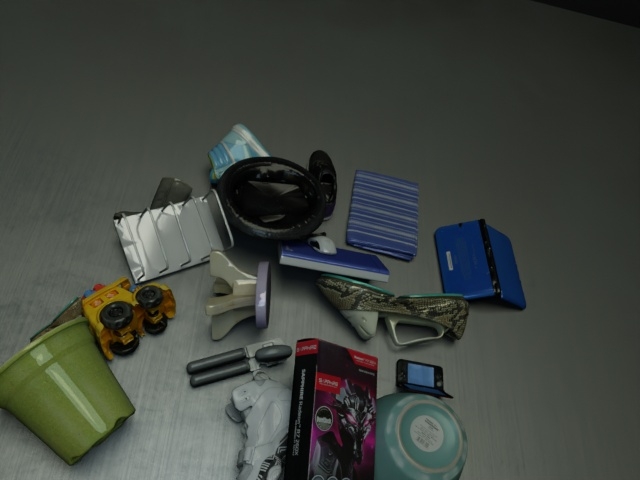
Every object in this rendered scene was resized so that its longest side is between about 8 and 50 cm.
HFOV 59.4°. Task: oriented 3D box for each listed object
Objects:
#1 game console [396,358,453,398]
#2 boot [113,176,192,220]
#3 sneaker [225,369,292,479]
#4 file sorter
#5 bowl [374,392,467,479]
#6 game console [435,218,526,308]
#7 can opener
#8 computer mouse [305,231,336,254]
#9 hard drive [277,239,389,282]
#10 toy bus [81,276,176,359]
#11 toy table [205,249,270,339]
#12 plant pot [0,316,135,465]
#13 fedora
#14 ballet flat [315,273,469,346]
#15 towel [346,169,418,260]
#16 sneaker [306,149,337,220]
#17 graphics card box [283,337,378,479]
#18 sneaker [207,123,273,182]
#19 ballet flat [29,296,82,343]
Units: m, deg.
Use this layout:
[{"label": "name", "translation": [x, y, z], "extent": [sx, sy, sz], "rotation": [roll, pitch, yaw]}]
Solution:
[{"label": "game console", "translation": [0.298, 0.395, 1.607], "extent": [0.144, 0.085, 0.124], "rotation": [13, 54, -8]}, {"label": "boot", "translation": [-0.510, -0.114, 1.725], "extent": [0.190, 0.076, 0.208], "rotation": [22, 60, -18]}, {"label": "sneaker", "translation": [-0.172, 0.493, 1.388], "extent": [0.210, 0.137, 0.366], "rotation": [34, 50, 8]}, {"label": "file sorter", "translation": [-0.409, -0.017, 1.592], "extent": [0.278, 0.173, 0.192], "rotation": [-19, 89, -27]}, {"label": "bowl", "translation": [0.256, 0.528, 1.464], "extent": [0.312, 0.163, 0.311], "rotation": [7, 57, -11]}, {"label": "game console", "translation": [0.542, 0.094, 1.910], "extent": [0.250, 0.173, 0.292], "rotation": [-11, 55, 14]}, {"label": "can opener", "translation": [-0.218, 0.321, 1.517], "extent": [0.281, 0.093, 0.074], "rotation": [-13, 63, -17]}, {"label": "computer mouse", "translation": [0.000, 0.000, 1.732], "extent": [0.106, 0.042, 0.193], "rotation": [9, 11, -25]}, {"label": "hard drive", "translation": [0.032, 0.057, 1.705], "extent": [0.319, 0.040, 0.210], "rotation": [11, 11, -9]}, {"label": "toy bus", "translation": [-0.532, 0.174, 1.504], "extent": [0.211, 0.149, 0.220], "rotation": [36, 52, 28]}, {"label": "toy table", "translation": [-0.221, 0.150, 1.549], "extent": [0.161, 0.274, 0.252], "rotation": [0, 91, -3]}, {"label": "plant pot", "translation": [-0.581, 0.364, 1.301], "extent": [0.276, 0.276, 0.254], "rotation": [-39, 86, -32]}, {"label": "fedora", "translation": [-0.156, -0.102, 1.726], "extent": [0.334, 0.152, 0.333], "rotation": [7, 58, -12]}, {"label": "ballet flat", "translation": [0.216, 0.220, 1.673], "extent": [0.483, 0.164, 0.181], "rotation": [10, 76, -11]}, {"label": "towel", "translation": [0.220, -0.094, 1.944], "extent": [0.244, 0.040, 0.335], "rotation": [14, 53, -5]}, {"label": "sneaker", "translation": [0.020, -0.214, 1.906], "extent": [0.107, 0.124, 0.283], "rotation": [4, 57, -14]}, {"label": "graphics card box", "translation": [0.033, 0.448, 1.390], "extent": [0.233, 0.094, 0.370], "rotation": [27, 59, -38]}, {"label": "sneaker", "translation": [-0.240, -0.206, 1.846], "extent": [0.208, 0.127, 0.319], "rotation": [-42, 87, -15]}, {"label": "ballet flat", "translation": [-0.650, 0.218, 1.417], "extent": [0.067, 0.206, 0.073], "rotation": [50, 25, -6]}]
